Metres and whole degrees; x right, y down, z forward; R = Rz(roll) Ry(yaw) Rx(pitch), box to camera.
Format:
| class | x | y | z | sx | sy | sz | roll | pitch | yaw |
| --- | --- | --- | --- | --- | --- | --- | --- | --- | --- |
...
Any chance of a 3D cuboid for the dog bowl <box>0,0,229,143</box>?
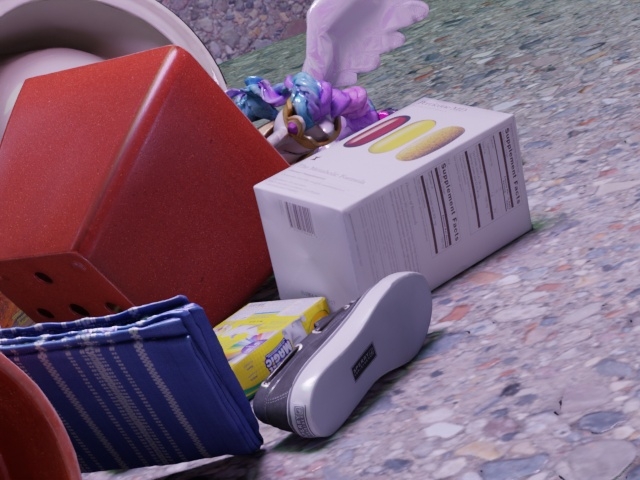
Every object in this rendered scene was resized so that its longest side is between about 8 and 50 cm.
| class | x | y | z | sx | sy | sz | roll | pitch | yaw |
| --- | --- | --- | --- | --- | --- | --- | --- | --- | --- |
| dog bowl | -0.325 | -0.149 | 2.153 | 0.408 | 0.408 | 0.150 | -30 | -8 | -35 |

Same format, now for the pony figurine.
| class | x | y | z | sx | sy | sz | roll | pitch | yaw |
| --- | --- | --- | --- | --- | --- | --- | --- | --- | --- |
| pony figurine | 0.016 | -0.133 | 1.921 | 0.351 | 0.303 | 0.363 | -28 | -4 | -28 |

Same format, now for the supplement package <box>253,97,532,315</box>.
| class | x | y | z | sx | sy | sz | roll | pitch | yaw |
| --- | --- | --- | --- | --- | --- | --- | --- | --- | --- |
| supplement package | 0.077 | -0.033 | 1.618 | 0.244 | 0.134 | 0.139 | -30 | 30 | -33 |

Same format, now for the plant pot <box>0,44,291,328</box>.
| class | x | y | z | sx | sy | sz | roll | pitch | yaw |
| --- | --- | --- | --- | --- | --- | --- | --- | --- | --- |
| plant pot | -0.207 | -0.016 | 1.709 | 0.267 | 0.267 | 0.236 | -5 | 48 | 43 |

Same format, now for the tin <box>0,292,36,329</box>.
| class | x | y | z | sx | sy | sz | roll | pitch | yaw |
| --- | --- | --- | --- | --- | --- | --- | --- | --- | --- |
| tin | -0.366 | 0.084 | 1.877 | 0.040 | 0.106 | 0.189 | -22 | 12 | 23 |

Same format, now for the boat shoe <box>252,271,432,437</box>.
| class | x | y | z | sx | sy | sz | roll | pitch | yaw |
| --- | --- | --- | --- | --- | --- | --- | --- | --- | --- |
| boat shoe | 0.019 | 0.095 | 1.387 | 0.076 | 0.080 | 0.228 | 2 | 32 | 33 |

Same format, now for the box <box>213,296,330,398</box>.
| class | x | y | z | sx | sy | sz | roll | pitch | yaw |
| --- | --- | --- | --- | --- | --- | --- | --- | --- | --- |
| box | -0.077 | 0.110 | 1.526 | 0.105 | 0.043 | 0.179 | -7 | 17 | 40 |

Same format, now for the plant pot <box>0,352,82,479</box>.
| class | x | y | z | sx | sy | sz | roll | pitch | yaw |
| --- | --- | --- | --- | --- | --- | --- | --- | --- | --- |
| plant pot | -0.351 | 0.213 | 1.129 | 0.265 | 0.272 | 0.272 | -17 | 12 | 45 |

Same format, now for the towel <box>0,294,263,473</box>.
| class | x | y | z | sx | sy | sz | roll | pitch | yaw |
| --- | --- | --- | --- | --- | --- | --- | --- | --- | --- |
| towel | -0.229 | 0.127 | 1.266 | 0.336 | 0.243 | 0.040 | -6 | 59 | 9 |
